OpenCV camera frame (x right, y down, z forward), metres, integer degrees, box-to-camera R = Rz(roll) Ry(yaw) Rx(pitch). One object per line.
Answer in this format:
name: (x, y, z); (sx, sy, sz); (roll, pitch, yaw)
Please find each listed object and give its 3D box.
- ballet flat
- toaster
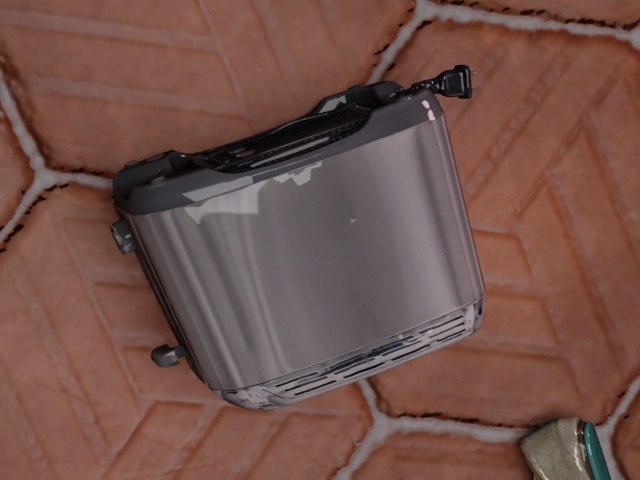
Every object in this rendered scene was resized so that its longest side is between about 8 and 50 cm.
ballet flat: (0.171, 0.190, 1.210); (0.052, 0.057, 0.168); (-19, 96, 18)
toaster: (0.000, 0.000, 1.109); (0.227, 0.129, 0.146); (-20, 103, -12)
